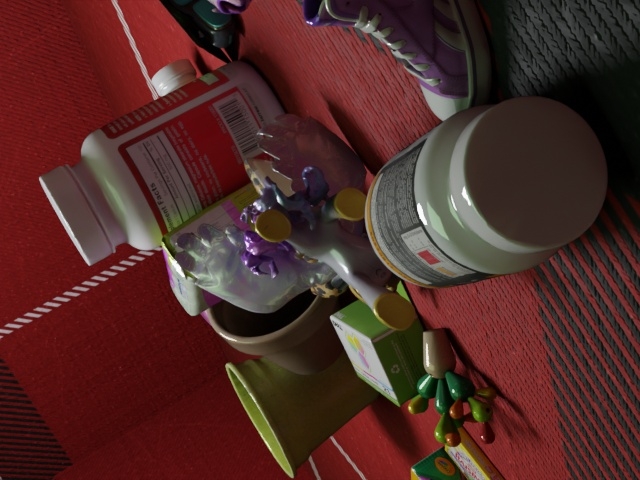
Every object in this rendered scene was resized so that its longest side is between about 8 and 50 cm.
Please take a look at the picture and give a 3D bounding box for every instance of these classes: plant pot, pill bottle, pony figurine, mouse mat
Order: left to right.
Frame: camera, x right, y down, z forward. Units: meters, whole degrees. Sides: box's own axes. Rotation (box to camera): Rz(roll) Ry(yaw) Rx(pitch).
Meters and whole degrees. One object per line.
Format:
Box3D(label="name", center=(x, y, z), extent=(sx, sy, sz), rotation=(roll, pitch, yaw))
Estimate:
Box3D(label="pill bottle", center=(-0.262, -0.128, 1.702), extent=(0.229, 0.408, 0.229), rotation=(55, 165, 22))
Box3D(label="mouse mat", center=(-0.224, -0.375, 1.718), extent=(0.152, 0.007, 0.190), rotation=(50, -171, 12))
Box3D(label="pill bottle", center=(-0.252, -0.253, 2.001), extent=(0.221, 0.124, 0.124), rotation=(58, 166, 5))
Box3D(label="plant pot", center=(-0.060, 0.147, 1.919), extent=(0.263, 0.263, 0.229), rotation=(46, 172, 44))
Box3D(label="plant pot", center=(-0.024, 0.320, 2.088), extent=(0.276, 0.254, 0.276), rotation=(55, 165, 22))
Box3D(label="pony figurine", center=(0.000, 0.000, 1.355), extent=(0.351, 0.303, 0.363), rotation=(35, 176, 2))
Box3D(label="pill bottle", center=(0.151, -0.041, 0.947), extent=(0.162, 0.162, 0.278), rotation=(60, 166, -1))

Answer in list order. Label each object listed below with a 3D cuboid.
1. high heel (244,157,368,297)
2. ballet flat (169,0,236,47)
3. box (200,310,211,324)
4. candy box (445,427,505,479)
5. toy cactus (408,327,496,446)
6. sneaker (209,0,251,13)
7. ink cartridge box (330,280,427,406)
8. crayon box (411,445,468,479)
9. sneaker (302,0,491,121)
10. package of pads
Box3D(label="high heel", center=(-0.046, -0.012, 1.594), extent=(0.261, 0.093, 0.186), rotation=(39, 141, -2))
Box3D(label="ballet flat", center=(-0.207, -0.396, 1.683), extent=(0.203, 0.074, 0.074), rotation=(48, 162, 32))
Box3D(label="box", center=(-0.179, 0.022, 2.054), extent=(0.213, 0.243, 0.117), rotation=(65, 166, -22))
Box3D(label="candy box", center=(0.282, 0.409, 1.669), extent=(0.206, 0.027, 0.105), rotation=(51, 160, 32))
Box3D(label="toy cactus", center=(0.199, 0.223, 1.492), extent=(0.219, 0.112, 0.180), rotation=(170, 90, -78))
Box3D(label="sneaker", center=(-0.152, -0.386, 1.474), extent=(0.104, 0.095, 0.236), rotation=(56, 167, -18))
Box3D(label="ink cartridge box", center=(0.085, 0.125, 1.645), extent=(0.255, 0.097, 0.189), rotation=(64, 166, -17))
Box3D(label="crayon box", center=(0.256, 0.533, 1.894), extent=(0.165, 0.081, 0.278), rotation=(51, 163, 32))
Box3D(label="sneaker", center=(0.061, -0.210, 0.931), extent=(0.102, 0.161, 0.282), rotation=(39, 156, 52))
Box3D(label="package of pads", center=(-0.129, -0.007, 1.708), extent=(0.101, 0.296, 0.229), rotation=(53, 164, 15))
